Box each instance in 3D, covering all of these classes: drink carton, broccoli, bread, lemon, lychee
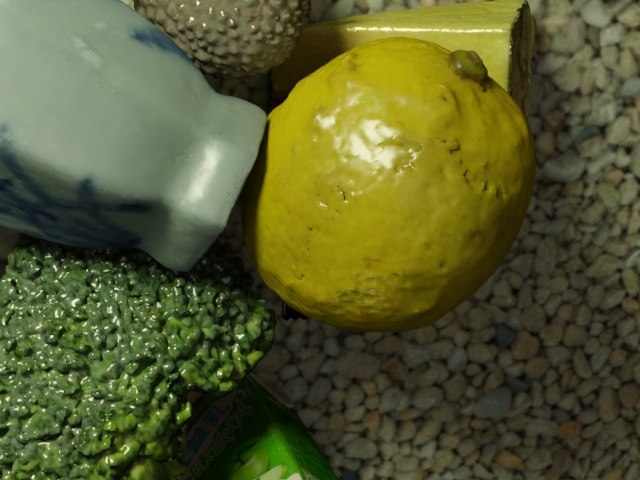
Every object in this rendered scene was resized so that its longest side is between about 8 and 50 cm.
[{"bbox_3d":[-0.071,0.263,1.197,0.161,0.271,0.108,-46,120,2],"label":"drink carton"},{"bbox_3d":[-0.233,0.153,1.109,0.277,0.338,0.317,28,125,4],"label":"broccoli"},{"bbox_3d":[0.092,-0.169,1.210,0.264,0.163,0.167,5,113,14],"label":"bread"},{"bbox_3d":[0.059,-0.044,1.042,0.284,0.260,0.260,-41,116,9],"label":"lemon"},{"bbox_3d":[-0.077,-0.230,1.068,0.198,0.165,0.165,-3,111,-23],"label":"lychee"}]

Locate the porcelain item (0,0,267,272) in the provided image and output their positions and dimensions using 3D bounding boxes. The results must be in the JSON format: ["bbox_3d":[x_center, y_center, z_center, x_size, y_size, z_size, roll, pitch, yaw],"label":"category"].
[{"bbox_3d":[-0.262,-0.121,0.994,0.405,0.242,0.178,27,61,-11],"label":"porcelain item"}]

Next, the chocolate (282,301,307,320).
[{"bbox_3d":[0.000,0.000,1.250,0.086,0.028,0.182,-1,100,-19],"label":"chocolate"}]
